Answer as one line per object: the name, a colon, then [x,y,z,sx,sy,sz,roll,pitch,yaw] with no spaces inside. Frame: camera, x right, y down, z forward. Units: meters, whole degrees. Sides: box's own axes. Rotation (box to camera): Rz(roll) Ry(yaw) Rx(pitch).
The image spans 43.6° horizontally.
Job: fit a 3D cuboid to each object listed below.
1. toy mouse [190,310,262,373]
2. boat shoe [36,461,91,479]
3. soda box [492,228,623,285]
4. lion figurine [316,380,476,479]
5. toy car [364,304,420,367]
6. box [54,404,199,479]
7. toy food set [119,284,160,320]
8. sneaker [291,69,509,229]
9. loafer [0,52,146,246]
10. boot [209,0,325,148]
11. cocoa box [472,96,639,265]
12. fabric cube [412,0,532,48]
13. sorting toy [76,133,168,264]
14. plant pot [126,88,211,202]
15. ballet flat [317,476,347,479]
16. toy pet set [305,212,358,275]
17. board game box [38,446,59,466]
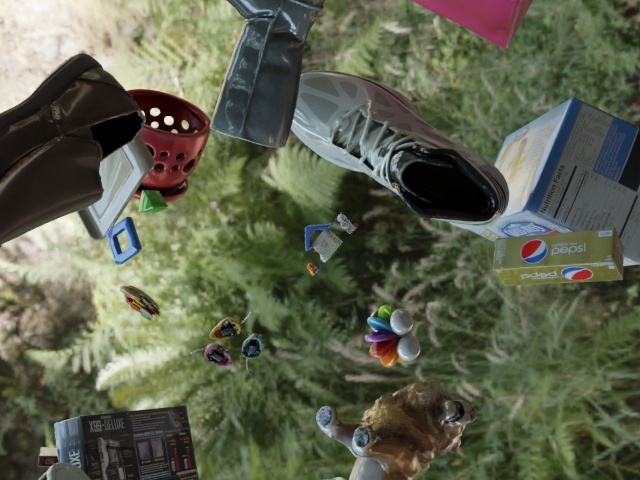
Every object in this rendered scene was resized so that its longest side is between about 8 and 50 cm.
toy mouse: [-0.171,0.211,1.591,0.143,0.161,0.031,58,-168,-33]
boat shoe: [-0.356,0.436,1.201,0.114,0.091,0.302,-114,1,-48]
soda box: [0.358,0.027,1.209,0.061,0.181,0.058,44,-130,-47]
lion figurine: [0.081,0.374,1.125,0.240,0.142,0.392,33,-106,-45]
toy car: [0.193,0.283,2.343,0.159,0.136,0.182,-5,101,59]
box: [-0.365,0.458,1.566,0.307,0.076,0.242,11,-118,-60]
toy food set: [-0.307,0.105,1.365,0.020,0.082,0.083,-56,4,-25]
sneaker: [0.114,-0.166,1.315,0.169,0.447,0.257,-61,-9,7]
loafer: [-0.312,-0.087,0.921,0.134,0.130,0.366,-59,4,49]
boot: [-0.101,-0.236,1.004,0.076,0.189,0.208,-73,6,-61]
cocoa box: [0.466,-0.091,1.525,0.347,0.228,0.231,146,148,-82]
fabric cube: [0.285,-0.532,1.404,0.259,0.254,0.258,-61,-9,1]
sorting toy: [-0.361,-0.126,1.360,0.047,0.196,0.348,-2,-128,-52]
plant pot: [-0.331,-0.184,1.585,0.191,0.191,0.174,-97,28,-57]
ballet flat: [-0.060,0.513,1.278,0.164,0.483,0.182,42,-167,-54]
toy pet set: [0.000,0.000,1.438,0.065,0.122,0.114,42,-170,3]
board game box: [-0.511,0.508,1.877,0.145,0.281,0.027,163,112,-72]
